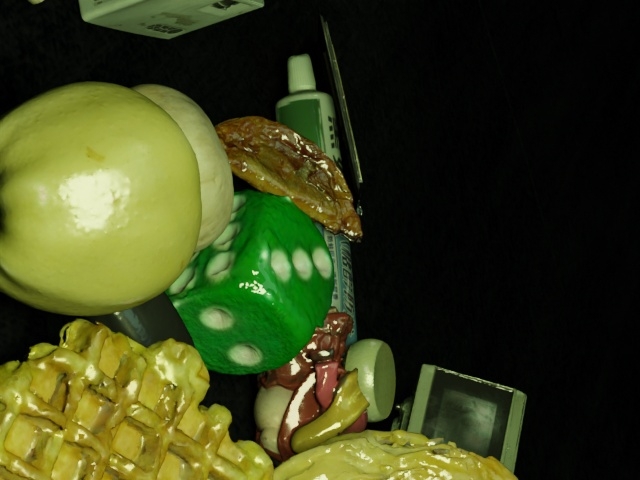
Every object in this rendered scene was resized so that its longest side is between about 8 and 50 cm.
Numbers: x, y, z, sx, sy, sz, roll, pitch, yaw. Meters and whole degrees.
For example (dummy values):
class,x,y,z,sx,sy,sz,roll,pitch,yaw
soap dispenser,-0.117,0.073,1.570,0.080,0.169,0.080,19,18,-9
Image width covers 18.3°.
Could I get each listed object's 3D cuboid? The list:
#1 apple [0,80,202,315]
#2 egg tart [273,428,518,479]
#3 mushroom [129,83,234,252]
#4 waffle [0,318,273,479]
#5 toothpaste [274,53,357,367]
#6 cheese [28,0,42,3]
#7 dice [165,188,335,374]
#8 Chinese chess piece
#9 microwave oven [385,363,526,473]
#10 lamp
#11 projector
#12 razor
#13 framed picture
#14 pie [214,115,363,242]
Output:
class,x,y,z,sx,sy,sz,roll,pitch,yaw
apple,-0.184,-0.032,1.544,0.200,0.200,0.200,38,45,-50
egg tart,0.046,0.327,1.739,0.352,0.352,0.150,69,-12,-11
mushroom,-0.143,-0.057,1.705,0.154,0.122,0.154,59,-13,22
waffle,-0.160,0.210,1.524,0.325,0.068,0.302,-20,92,-49
toothpaste,0.000,0.000,2.003,0.099,0.061,0.392,18,62,-66
cheese,-0.266,-0.297,1.683,0.192,0.037,0.097,62,28,-22
dice,-0.071,0.037,1.778,0.120,0.131,0.128,50,37,-36
Chinese chess piece,0.049,0.139,1.983,0.084,0.034,0.084,-1,90,-70
microwave oven,0.115,0.251,1.977,0.205,0.129,0.163,-73,-179,-45
lamp,-0.005,0.187,1.852,0.118,0.118,0.253,4,76,-61
projector,-0.136,-0.233,1.809,0.147,0.115,0.061,2,76,-62
razor,-0.154,0.075,1.682,0.148,0.054,0.090,61,26,-25
framed picture,0.021,-0.133,2.073,0.195,0.010,0.199,96,-18,-85
pie,-0.034,-0.069,1.952,0.191,0.033,0.088,29,56,-21
